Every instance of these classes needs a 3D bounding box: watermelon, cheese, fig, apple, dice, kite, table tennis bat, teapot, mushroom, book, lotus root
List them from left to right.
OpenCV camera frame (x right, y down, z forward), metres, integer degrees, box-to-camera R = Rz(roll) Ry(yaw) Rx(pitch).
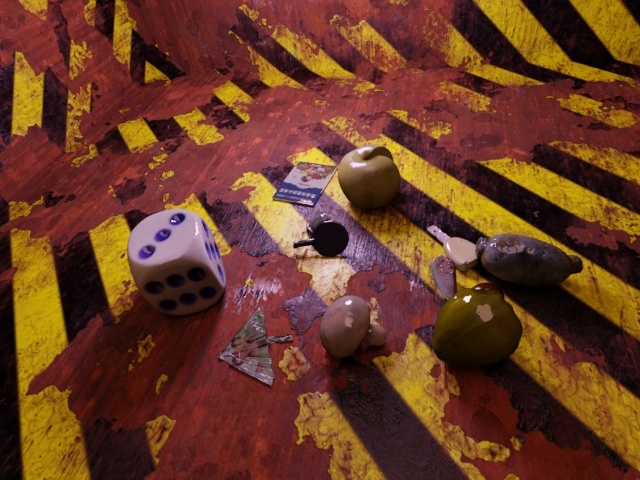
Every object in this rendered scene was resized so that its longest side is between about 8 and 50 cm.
[{"bbox_3d":[-0.537,0.081,1.540,0.277,0.304,0.304,-18,46,-8],"label":"dice"},{"bbox_3d":[-0.227,0.370,1.404,0.268,0.013,0.322,-16,47,-4],"label":"kite"},{"bbox_3d":[-0.074,-0.294,2.034,0.229,0.018,0.322,11,48,21],"label":"book"},{"bbox_3d":[-0.013,-0.068,1.737,0.108,0.111,0.149,-35,54,-5],"label":"teapot"},{"bbox_3d":[0.000,0.000,1.665,0.237,0.027,0.149,-10,89,9],"label":"table tennis bat"},{"bbox_3d":[0.098,0.282,1.331,0.209,0.206,0.206,10,28,-42],"label":"mushroom"},{"bbox_3d":[0.222,-0.281,1.800,0.293,0.253,0.291,-6,42,6],"label":"apple"},{"bbox_3d":[0.463,0.137,1.464,0.082,0.094,0.180,-9,60,-3],"label":"watermelon"},{"bbox_3d":[0.522,0.014,1.594,0.127,0.050,0.255,-26,47,-14],"label":"cheese"},{"bbox_3d":[0.461,0.272,1.226,0.271,0.239,0.239,-37,47,4],"label":"fig"},{"bbox_3d":[0.541,0.201,1.367,0.155,0.103,0.109,-14,3,-15],"label":"fig"},{"bbox_3d":[0.727,0.072,1.411,0.350,0.174,0.174,11,49,18],"label":"lotus root"}]
